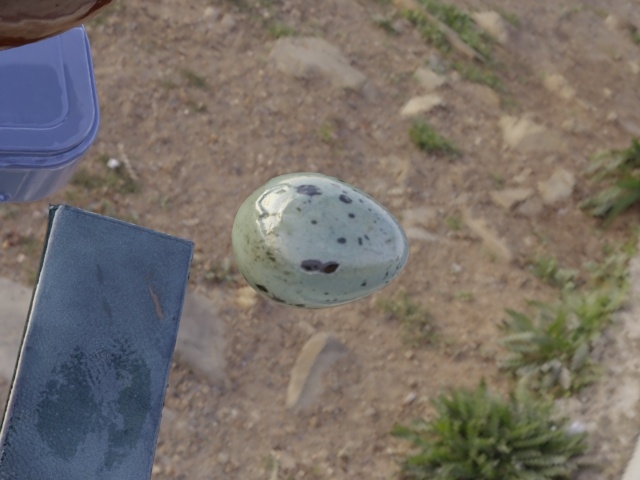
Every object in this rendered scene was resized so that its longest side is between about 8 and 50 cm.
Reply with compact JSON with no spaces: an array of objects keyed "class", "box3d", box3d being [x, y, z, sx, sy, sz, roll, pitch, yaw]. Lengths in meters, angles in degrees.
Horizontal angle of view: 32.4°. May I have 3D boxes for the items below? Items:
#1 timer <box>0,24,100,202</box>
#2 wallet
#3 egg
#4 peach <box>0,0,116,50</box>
[{"class":"timer","box3d":[-0.488,-0.231,1.416,0.395,0.173,0.394,11,62,-22]},{"class":"wallet","box3d":[-0.266,0.150,1.296,0.191,0.046,0.378,17,63,-20]},{"class":"egg","box3d":[0.000,0.000,1.022,0.164,0.131,0.131,-1,40,2]},{"class":"peach","box3d":[-0.187,-0.195,0.490,0.252,0.252,0.252,22,37,-18]}]
